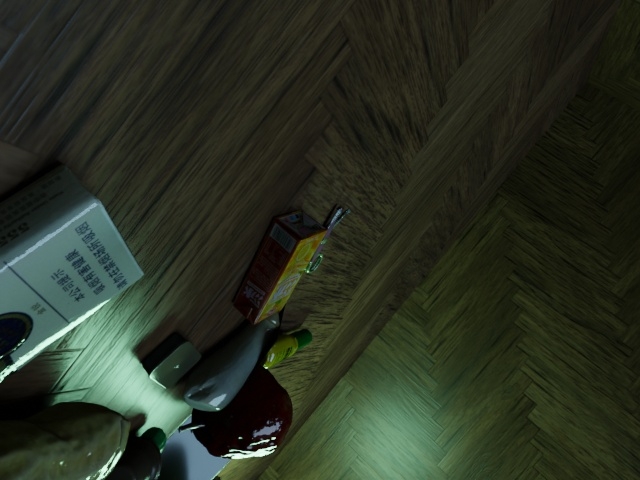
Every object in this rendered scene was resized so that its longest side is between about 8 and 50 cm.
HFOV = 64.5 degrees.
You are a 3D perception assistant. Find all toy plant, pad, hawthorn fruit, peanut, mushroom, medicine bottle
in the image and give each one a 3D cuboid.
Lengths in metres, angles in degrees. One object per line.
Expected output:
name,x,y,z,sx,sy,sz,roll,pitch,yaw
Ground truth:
toy plant,-0.379,0.461,1.058,0.143,0.105,0.200,-64,179,-2
pad,-0.125,0.235,1.195,0.127,0.004,0.190,-55,-171,15
hawthorn fruit,-0.210,0.404,1.184,0.266,0.210,0.230,5,152,-38
peanut,-0.394,0.302,0.647,0.340,0.158,0.174,34,78,-77
pad,-0.327,0.555,1.296,0.300,0.005,0.202,-44,123,-17
mushroom,-0.186,0.255,1.106,0.270,0.103,0.118,-51,173,-31
medicine bottle,-0.099,0.290,1.397,0.095,0.064,0.260,-54,162,18

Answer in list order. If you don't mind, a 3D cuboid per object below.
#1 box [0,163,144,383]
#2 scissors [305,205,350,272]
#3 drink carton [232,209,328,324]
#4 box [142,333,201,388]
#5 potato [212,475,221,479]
box,-0.314,0.060,0.491,0.259,0.071,0.168,-43,160,-22
scissors,0.000,0.000,1.141,0.187,0.020,0.133,-53,156,12
drink carton,-0.081,0.053,0.985,0.096,0.071,0.223,-22,146,-56
box,-0.274,0.222,0.937,0.091,0.031,0.126,-44,160,-17
potato,-0.389,0.750,1.421,0.229,0.229,0.266,-49,154,-2
